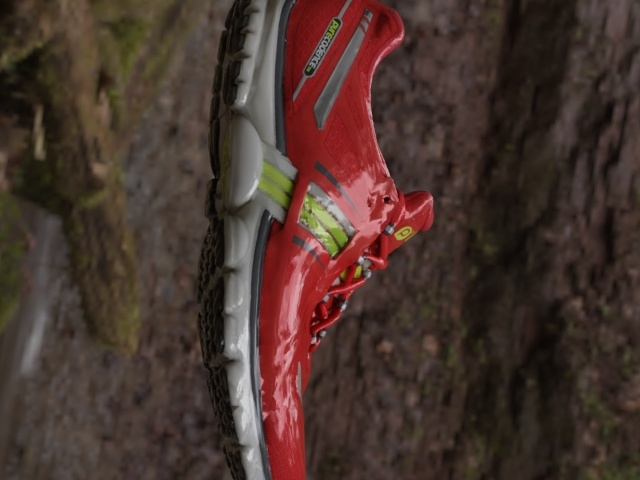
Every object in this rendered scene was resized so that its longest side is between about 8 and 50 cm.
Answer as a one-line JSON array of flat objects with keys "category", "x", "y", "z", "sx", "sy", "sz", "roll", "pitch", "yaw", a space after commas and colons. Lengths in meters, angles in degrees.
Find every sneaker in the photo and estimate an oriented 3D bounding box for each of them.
[{"category": "sneaker", "x": 0.000, "y": 0.000, "z": 0.754, "sx": 0.107, "sy": 0.118, "sz": 0.279, "roll": 171, "pitch": -77, "yaw": -80}]
